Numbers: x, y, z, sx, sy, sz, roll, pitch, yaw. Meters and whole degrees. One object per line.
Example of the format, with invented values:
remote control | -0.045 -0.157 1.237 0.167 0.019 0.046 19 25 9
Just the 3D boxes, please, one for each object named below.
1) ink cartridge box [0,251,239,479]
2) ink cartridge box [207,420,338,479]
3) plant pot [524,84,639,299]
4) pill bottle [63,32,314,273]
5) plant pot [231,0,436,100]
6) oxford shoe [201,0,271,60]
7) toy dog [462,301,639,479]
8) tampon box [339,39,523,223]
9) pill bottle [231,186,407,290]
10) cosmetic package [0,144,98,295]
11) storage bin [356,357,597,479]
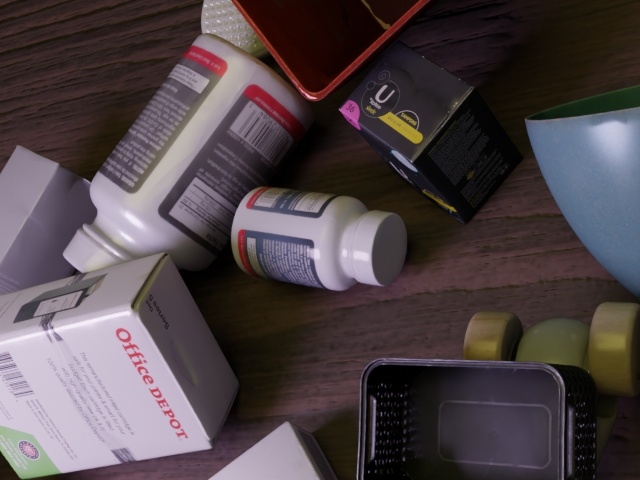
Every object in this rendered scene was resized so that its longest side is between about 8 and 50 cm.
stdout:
ink cartridge box | -0.258 0.148 1.177 0.273 0.198 0.115 -14 28 23
ink cartridge box | -0.056 0.378 1.046 0.261 0.066 0.296 -39 54 8
plant pot | 0.345 -0.045 0.921 0.290 0.290 0.195 -9 99 26
pill bottle | -0.164 -0.075 1.256 0.176 0.176 0.318 33 86 37
plant pot | 0.049 -0.343 1.141 0.267 0.236 0.267 -39 84 25
oxford shoe | 0.017 -0.401 1.350 0.449 0.130 0.169 -47 76 20
toy dog | 0.217 0.208 0.948 0.220 0.161 0.333 23 95 33
tampon box | 0.121 -0.114 1.121 0.101 0.161 0.120 -50 53 0
pill bottle | 0.000 0.000 1.169 0.180 0.108 0.108 9 72 33
cosmetic package | -0.393 0.009 1.379 0.107 0.127 0.238 19 76 34
storage bin | 0.129 0.161 0.864 0.180 0.084 0.122 -2 81 31
